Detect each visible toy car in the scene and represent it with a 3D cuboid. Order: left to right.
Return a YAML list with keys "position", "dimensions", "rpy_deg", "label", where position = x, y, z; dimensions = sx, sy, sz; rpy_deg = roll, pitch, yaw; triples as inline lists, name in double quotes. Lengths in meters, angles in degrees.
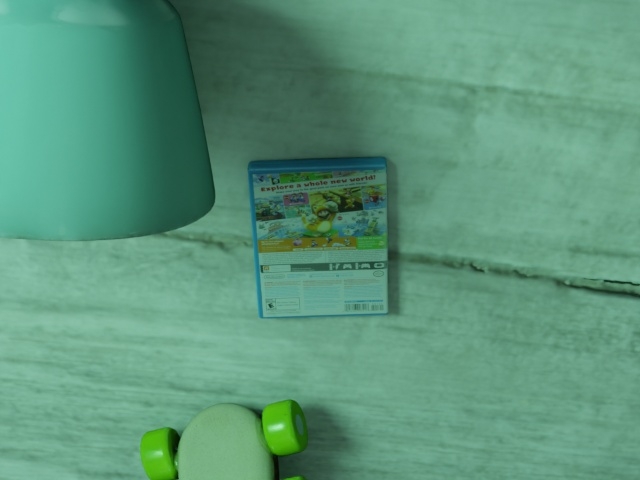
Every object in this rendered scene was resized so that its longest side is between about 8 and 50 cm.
- position: [-0.064, 0.249, 1.565]
  dimensions: [0.155, 0.149, 0.188]
  rpy_deg: [-14, 155, 14]
  label: "toy car"

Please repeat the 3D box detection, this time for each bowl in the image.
- position: [-0.219, -0.125, 1.179]
  dimensions: [0.311, 0.311, 0.163]
  rpy_deg: [8, 107, -7]
  label: "bowl"

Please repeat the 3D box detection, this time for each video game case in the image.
- position: [0.000, 0.000, 1.421]
  dimensions: [0.119, 0.015, 0.166]
  rpy_deg: [-1, 127, 1]
  label: "video game case"
